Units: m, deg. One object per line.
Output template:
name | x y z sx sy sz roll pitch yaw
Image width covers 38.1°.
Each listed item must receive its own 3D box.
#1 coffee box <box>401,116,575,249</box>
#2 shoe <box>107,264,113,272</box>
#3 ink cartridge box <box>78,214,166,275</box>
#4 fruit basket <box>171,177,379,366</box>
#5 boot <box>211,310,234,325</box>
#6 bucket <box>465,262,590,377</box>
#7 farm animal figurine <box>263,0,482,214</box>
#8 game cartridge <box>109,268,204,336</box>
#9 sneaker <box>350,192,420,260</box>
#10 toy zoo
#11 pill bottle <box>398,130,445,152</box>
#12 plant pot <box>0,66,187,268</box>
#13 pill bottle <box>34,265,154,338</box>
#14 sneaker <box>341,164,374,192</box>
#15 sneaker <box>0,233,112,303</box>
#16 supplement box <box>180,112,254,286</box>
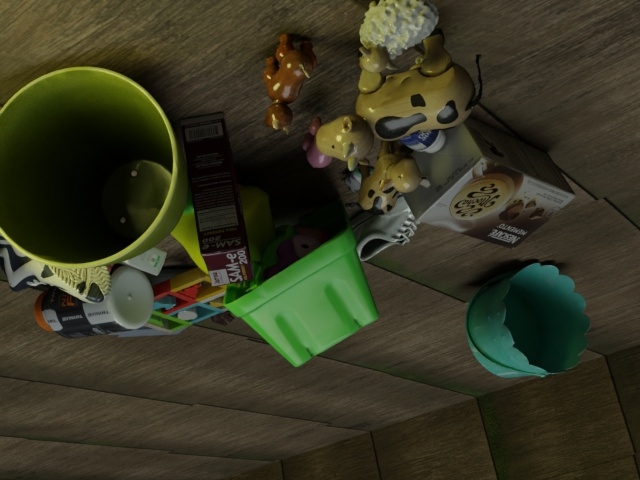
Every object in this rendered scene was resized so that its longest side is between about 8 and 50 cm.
coffee box | 0.297 -0.100 1.665 0.297 0.118 0.168 15 131 -44
shoe | -0.480 0.037 1.768 0.178 0.081 0.063 16 145 11
ink cartridge box | -0.405 -0.008 1.604 0.181 0.056 0.225 15 174 33
fruit basket | -0.085 0.005 1.629 0.283 0.392 0.392 -31 154 4
boot | -0.218 0.174 2.204 0.106 0.037 0.114 -1 154 11
bucket | 0.507 0.209 2.301 0.281 0.281 0.183 3 161 -28
farm animal figurine | 0.085 -0.165 1.323 0.327 0.172 0.330 -26 138 27
game cartridge | -0.363 0.139 2.054 0.198 0.062 0.297 -5 156 -22
sneaker | 0.160 -0.039 1.816 0.094 0.091 0.258 11 146 -39
toy zoo | -0.266 0.120 1.950 0.293 0.030 0.192 -22 153 24
pill bottle | 0.157 -0.186 1.521 0.067 0.067 0.120 -24 153 28
plant pot | -0.306 -0.080 1.375 0.275 0.274 0.293 -13 171 5
pill bottle | -0.465 0.129 1.864 0.246 0.130 0.130 -11 159 33
sneaker | 0.081 -0.106 1.710 0.098 0.038 0.069 23 143 -36
sneaker | -0.465 0.050 1.587 0.235 0.094 0.153 31 142 -1
supplement box | -0.161 -0.063 1.450 0.073 0.239 0.130 -10 156 -3
